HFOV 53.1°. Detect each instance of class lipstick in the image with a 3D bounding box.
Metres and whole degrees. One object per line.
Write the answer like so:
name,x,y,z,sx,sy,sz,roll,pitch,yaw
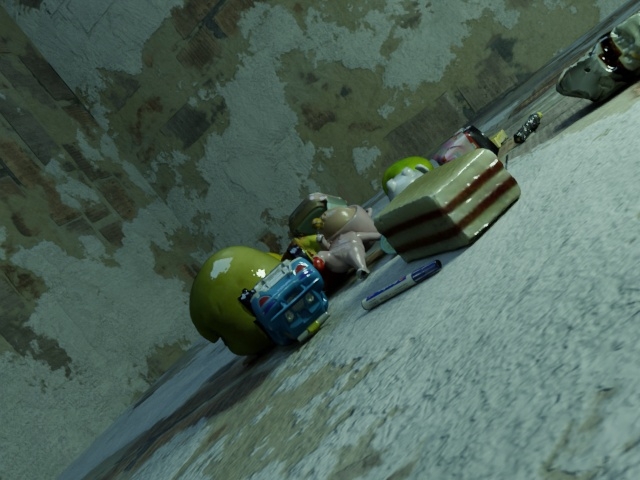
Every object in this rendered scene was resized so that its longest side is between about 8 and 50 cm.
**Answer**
lipstick,0.204,-0.026,1.735,0.061,0.068,0.274,-27,7,16

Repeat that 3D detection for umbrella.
umbrella,0.583,-0.318,1.791,0.144,0.037,0.040,-45,1,-33

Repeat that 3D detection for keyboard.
keyboard,-0.181,0.314,1.829,0.055,0.017,0.166,-33,5,13

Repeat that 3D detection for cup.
cup,0.283,-0.149,1.882,0.173,0.142,0.134,-39,3,-7

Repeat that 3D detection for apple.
apple,-0.199,0.157,1.718,0.258,0.295,0.233,-60,7,-30

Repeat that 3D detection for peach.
peach,-0.002,0.071,1.891,0.154,0.159,0.267,-47,-13,25

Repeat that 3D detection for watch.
watch,0.000,0.000,2.112,0.161,0.241,0.253,11,-42,-35

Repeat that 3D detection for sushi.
sushi,0.669,-0.409,1.418,0.332,0.124,0.130,-38,-7,39

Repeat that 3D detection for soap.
soap,0.488,-0.265,2.078,0.252,0.037,0.092,-36,4,41

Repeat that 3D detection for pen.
pen,0.153,0.086,1.234,0.204,0.025,0.025,-36,5,41

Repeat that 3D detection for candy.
candy,0.249,-0.068,1.329,0.179,0.135,0.320,-42,4,-17

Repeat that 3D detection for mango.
mango,0.325,-0.221,2.302,0.185,0.149,0.273,-33,8,-12

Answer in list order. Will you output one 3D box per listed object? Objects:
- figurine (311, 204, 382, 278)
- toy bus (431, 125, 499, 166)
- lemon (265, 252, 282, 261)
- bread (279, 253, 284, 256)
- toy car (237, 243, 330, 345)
figurine,0.067,-0.007,1.748,0.176,0.186,0.287,-29,24,31
toy bus,0.414,-0.243,1.839,0.147,0.127,0.303,-42,3,9
lemon,-0.157,0.146,1.981,0.219,0.240,0.240,-24,5,5
bread,-0.196,0.186,2.387,0.333,0.160,0.333,-37,3,2
toy car,-0.060,0.157,1.511,0.198,0.166,0.314,-40,-25,-12
